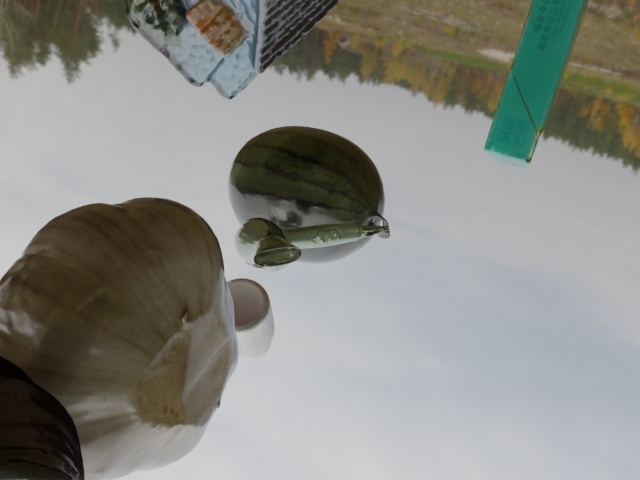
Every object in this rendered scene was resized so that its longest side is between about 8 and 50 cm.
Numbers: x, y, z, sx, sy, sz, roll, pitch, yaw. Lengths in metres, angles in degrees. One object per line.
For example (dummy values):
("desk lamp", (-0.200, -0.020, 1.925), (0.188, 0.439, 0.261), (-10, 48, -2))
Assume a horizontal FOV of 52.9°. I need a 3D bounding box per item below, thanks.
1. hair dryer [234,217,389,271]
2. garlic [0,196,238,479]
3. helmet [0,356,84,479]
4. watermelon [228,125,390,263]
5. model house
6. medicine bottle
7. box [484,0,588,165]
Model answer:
("hair dryer", (0.000, 0.000, 0.948), (0.237, 0.076, 0.206), (-7, -172, -16))
("garlic", (-0.229, 0.105, 0.721), (0.259, 0.318, 0.317), (7, -169, 24))
("helmet", (-0.320, 0.194, 0.473), (0.305, 0.225, 0.177), (-22, -141, -3))
("watermelon", (-0.021, -0.092, 1.334), (0.359, 0.279, 0.278), (19, -165, 28))
("model house", (-0.107, -0.476, 1.117), (0.297, 0.360, 0.339), (51, 148, -17))
("medicine bottle", (-0.218, 0.241, 1.875), (0.170, 0.170, 0.293), (21, 154, 13))
("box", (0.189, -0.172, 0.524), (0.042, 0.227, 0.161), (19, -170, 16))
